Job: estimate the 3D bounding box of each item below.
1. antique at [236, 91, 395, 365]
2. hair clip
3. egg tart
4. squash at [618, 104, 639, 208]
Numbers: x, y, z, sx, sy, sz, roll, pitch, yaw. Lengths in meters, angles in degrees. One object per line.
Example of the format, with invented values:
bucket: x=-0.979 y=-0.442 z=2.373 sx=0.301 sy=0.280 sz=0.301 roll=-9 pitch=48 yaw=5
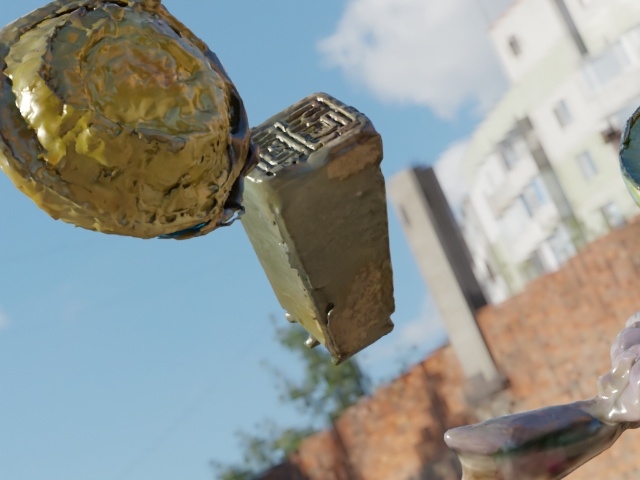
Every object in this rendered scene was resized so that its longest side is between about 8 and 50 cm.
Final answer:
antique: x=0.000 y=0.000 z=1.978 sx=0.150 sy=0.125 sz=0.284 roll=-29 pitch=-52 yaw=-20
hair clip: x=0.193 y=0.091 z=1.058 sx=0.300 sy=0.069 sz=0.173 roll=-24 pitch=22 yaw=-5
egg tart: x=-0.170 y=-0.121 z=1.650 sx=0.290 sy=0.291 sz=0.107 roll=-11 pitch=-25 yaw=-37
squash: x=0.485 y=-0.101 z=2.269 sx=0.309 sy=0.233 sz=0.210 roll=10 pitch=-79 yaw=-67
